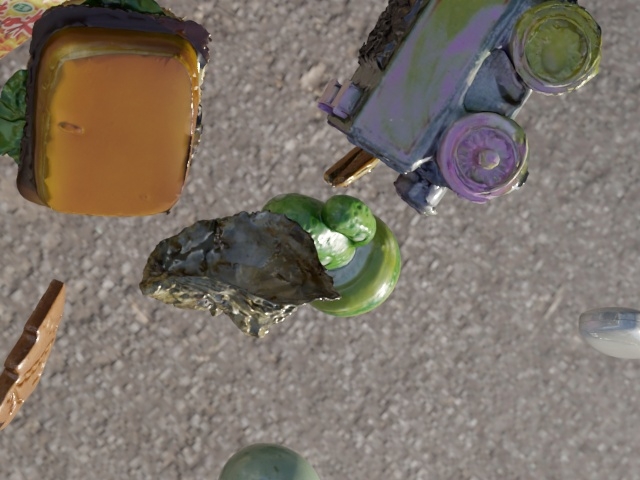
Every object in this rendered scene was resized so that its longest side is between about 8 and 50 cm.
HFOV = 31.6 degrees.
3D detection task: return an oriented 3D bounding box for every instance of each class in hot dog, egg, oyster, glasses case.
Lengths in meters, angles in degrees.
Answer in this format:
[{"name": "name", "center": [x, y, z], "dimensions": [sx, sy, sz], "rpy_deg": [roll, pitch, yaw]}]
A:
[{"name": "hot dog", "center": [0.037, -0.076, 1.117], "dimensions": [0.083, 0.037, 0.021], "rpy_deg": [-38, 127, -31]}, {"name": "egg", "center": [-0.069, 0.365, 1.585], "dimensions": [0.149, 0.149, 0.192], "rpy_deg": [-38, 128, -16]}, {"name": "oyster", "center": [-0.067, 0.028, 0.929], "dimensions": [0.177, 0.105, 0.056], "rpy_deg": [-14, 155, -41]}, {"name": "glasses case", "center": [0.368, 0.113, 1.370], "dimensions": [0.197, 0.076, 0.049], "rpy_deg": [26, 62, -58]}]

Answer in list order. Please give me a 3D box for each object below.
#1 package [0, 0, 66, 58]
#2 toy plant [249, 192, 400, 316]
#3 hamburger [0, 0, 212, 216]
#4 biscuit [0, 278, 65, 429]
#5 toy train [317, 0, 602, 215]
[{"name": "package", "center": [-0.422, -0.284, 1.353], "dimensions": [0.288, 0.108, 0.223], "rpy_deg": [-31, 169, 16]}, {"name": "toy plant", "center": [0.000, 0.000, 1.797], "dimensions": [0.316, 0.224, 0.184], "rpy_deg": [46, 46, -62]}, {"name": "hamburger", "center": [-0.146, -0.094, 0.756], "dimensions": [0.137, 0.087, 0.166], "rpy_deg": [4, 131, -19]}, {"name": "biscuit", "center": [-0.539, 0.215, 2.111], "dimensions": [0.284, 0.043, 0.306], "rpy_deg": [-66, -178, -80]}, {"name": "toy train", "center": [0.129, -0.153, 1.014], "dimensions": [0.177, 0.134, 0.260], "rpy_deg": [31, 96, -14]}]
